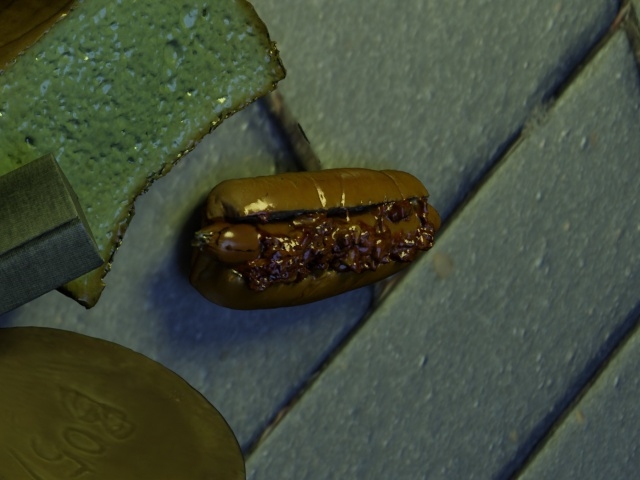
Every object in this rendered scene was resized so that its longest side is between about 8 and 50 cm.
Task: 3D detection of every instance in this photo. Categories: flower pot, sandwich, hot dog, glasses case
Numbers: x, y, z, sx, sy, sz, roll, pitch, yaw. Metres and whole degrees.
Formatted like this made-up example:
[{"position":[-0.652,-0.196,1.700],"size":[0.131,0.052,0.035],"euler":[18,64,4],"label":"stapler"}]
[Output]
[{"position":[-0.173,0.208,0.972],"size":[0.266,0.266,0.267],"euler":[-5,127,-46],"label":"flower pot"},{"position":[-0.132,-0.092,1.031],"size":[0.215,0.065,0.186],"euler":[-49,139,-17],"label":"sandwich"},{"position":[0.000,0.000,1.221],"size":[0.249,0.076,0.102],"euler":[-6,119,-47],"label":"hot dog"},{"position":[-0.225,0.025,0.934],"size":[0.205,0.071,0.047],"euler":[-26,130,-4],"label":"glasses case"}]
